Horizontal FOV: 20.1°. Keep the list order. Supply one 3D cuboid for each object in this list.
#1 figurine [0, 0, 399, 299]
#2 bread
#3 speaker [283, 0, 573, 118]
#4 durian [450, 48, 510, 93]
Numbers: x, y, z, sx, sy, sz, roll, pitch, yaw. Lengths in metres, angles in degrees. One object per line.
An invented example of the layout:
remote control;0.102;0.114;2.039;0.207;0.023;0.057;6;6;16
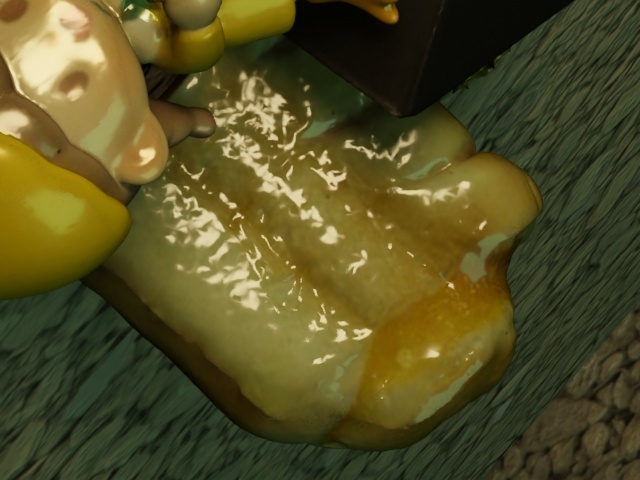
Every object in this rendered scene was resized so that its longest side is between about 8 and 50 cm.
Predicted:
figurine;-0.130;-0.111;1.061;0.343;0.215;0.187;-32;169;-9
bread;0.000;0.000;1.397;0.300;0.341;0.210;-51;-179;-2
speaker;0.061;-0.250;1.220;0.254;0.232;0.184;-37;156;-39
durian;0.097;-0.209;1.570;0.252;0.144;0.139;-60;-166;10
